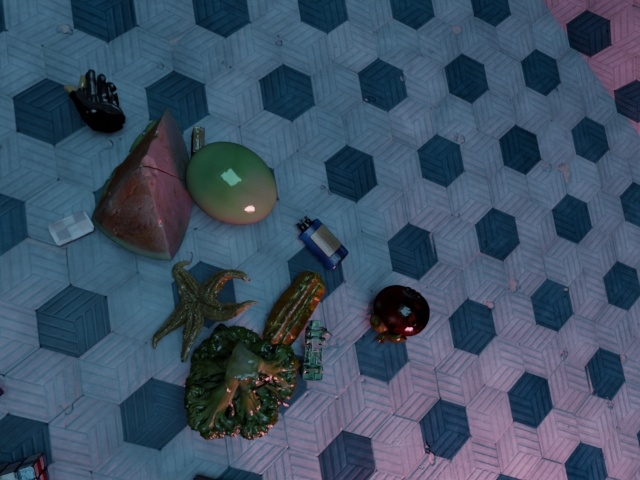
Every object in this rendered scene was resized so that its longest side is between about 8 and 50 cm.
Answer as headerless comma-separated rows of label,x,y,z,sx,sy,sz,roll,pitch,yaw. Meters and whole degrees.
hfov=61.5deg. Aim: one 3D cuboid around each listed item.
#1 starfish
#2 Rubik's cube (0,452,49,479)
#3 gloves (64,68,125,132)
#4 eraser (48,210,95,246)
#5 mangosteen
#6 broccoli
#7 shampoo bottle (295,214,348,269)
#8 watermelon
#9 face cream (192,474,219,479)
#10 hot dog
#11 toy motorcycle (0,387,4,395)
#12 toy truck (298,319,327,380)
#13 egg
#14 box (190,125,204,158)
starfish,-0.331,0.192,1.472,0.299,0.060,0.302,26,78,27
Rubik's cube,-0.731,0.610,1.268,0.154,0.155,0.151,-13,86,-21
gloves,-0.633,-0.390,1.506,0.129,0.106,0.180,-21,60,-22
eraser,-0.674,-0.032,1.459,0.105,0.026,0.065,-30,89,-20
mangosteen,0.240,0.236,1.669,0.200,0.200,0.199,3,80,-19
broccoli,-0.206,0.371,1.426,0.304,0.283,0.321,10,60,-7
shampoo bottle,0.000,0.000,1.674,0.183,0.050,0.087,47,73,-7
watermelon,-0.494,-0.148,1.462,0.222,0.319,0.292,-4,40,8
face cream,-0.219,0.714,1.473,0.284,0.073,0.073,23,75,-15
hot dog,-0.080,0.205,1.606,0.115,0.072,0.268,32,73,-4
toy motorcycle,-0.850,0.422,1.295,0.136,0.092,0.254,10,87,-27
toy truck,-0.027,0.323,1.593,0.067,0.081,0.175,6,85,-19
egg,-0.249,-0.158,1.522,0.270,0.220,0.220,36,72,-20
box,-0.361,-0.287,1.580,0.035,0.079,0.083,2,81,-18
